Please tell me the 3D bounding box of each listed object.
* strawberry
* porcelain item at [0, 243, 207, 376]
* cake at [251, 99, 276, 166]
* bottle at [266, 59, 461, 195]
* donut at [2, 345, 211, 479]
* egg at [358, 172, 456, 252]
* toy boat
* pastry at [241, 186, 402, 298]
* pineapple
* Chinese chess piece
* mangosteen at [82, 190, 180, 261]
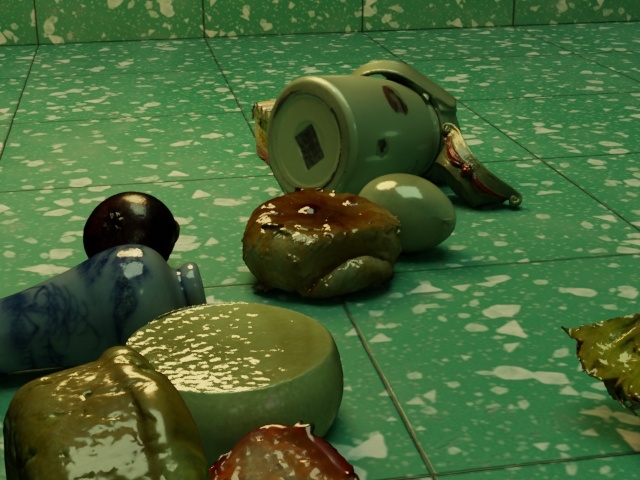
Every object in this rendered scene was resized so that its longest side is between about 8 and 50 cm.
[{"bbox_3d":[-0.019,0.231,0.885,0.121,0.082,0.188,-30,40,-18],"label":"strawberry"},{"bbox_3d":[-0.257,0.085,1.200,0.259,0.141,0.141,-15,22,-8],"label":"porcelain item"},{"bbox_3d":[-0.056,-0.187,1.958,0.090,0.109,0.225,-6,20,-16],"label":"cake"},{"bbox_3d":[0.096,-0.187,1.814,0.351,0.229,0.229,-12,23,-43],"label":"bottle"},{"bbox_3d":[-0.155,0.194,0.787,0.128,0.208,0.261,-10,17,-21],"label":"donut"},{"bbox_3d":[0.122,-0.038,1.541,0.152,0.114,0.114,13,24,30],"label":"egg"},{"bbox_3d":[0.244,-0.110,1.752,0.071,0.089,0.185,-38,75,-11],"label":"toy boat"},{"bbox_3d":[0.000,0.000,1.462,0.218,0.100,0.229,-4,22,-10],"label":"pastry"},{"bbox_3d":[0.380,0.160,1.052,0.249,0.140,0.164,-11,59,15],"label":"pineapple"},{"bbox_3d":[-0.094,0.143,1.087,0.237,0.092,0.238,0,21,0],"label":"Chinese chess piece"},{"bbox_3d":[-0.253,-0.003,1.473,0.140,0.140,0.140,0,20,0],"label":"mangosteen"}]
